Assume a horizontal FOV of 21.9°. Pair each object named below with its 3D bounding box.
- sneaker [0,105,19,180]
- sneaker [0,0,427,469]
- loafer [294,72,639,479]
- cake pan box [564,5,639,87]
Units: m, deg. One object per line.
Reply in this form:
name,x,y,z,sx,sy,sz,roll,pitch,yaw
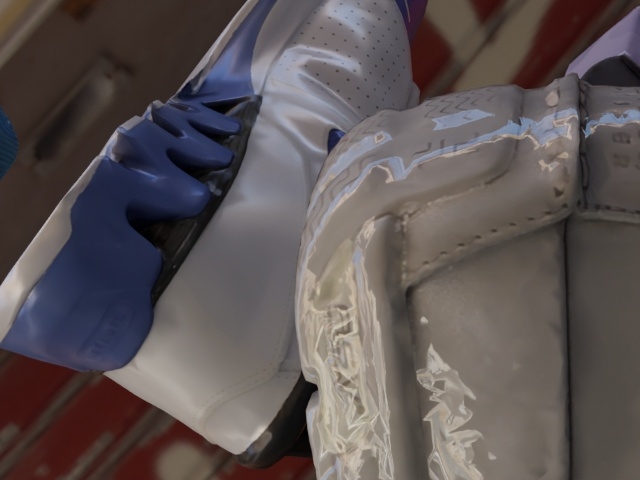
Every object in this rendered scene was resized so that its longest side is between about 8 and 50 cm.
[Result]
sneaker,-0.256,-0.018,0.952,0.092,0.087,0.228,-29,13,24
sneaker,0.000,0.001,0.721,0.127,0.182,0.315,-48,5,37
loafer,0.073,0.118,0.377,0.112,0.111,0.319,-76,-23,-64
cake pan box,0.214,0.022,0.875,0.070,0.267,0.245,-42,9,34
